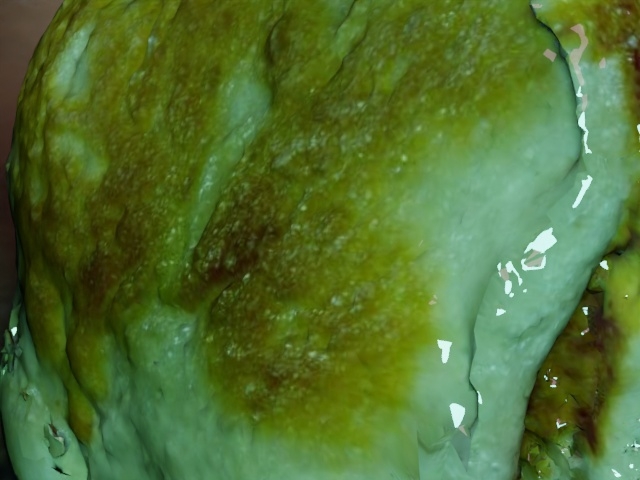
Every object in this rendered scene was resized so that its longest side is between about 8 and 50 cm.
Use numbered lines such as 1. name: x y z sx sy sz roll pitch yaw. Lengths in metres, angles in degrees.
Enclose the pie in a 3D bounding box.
1. pie: 0.001 -0.009 0.559 0.105 0.257 0.274 9 15 -45
